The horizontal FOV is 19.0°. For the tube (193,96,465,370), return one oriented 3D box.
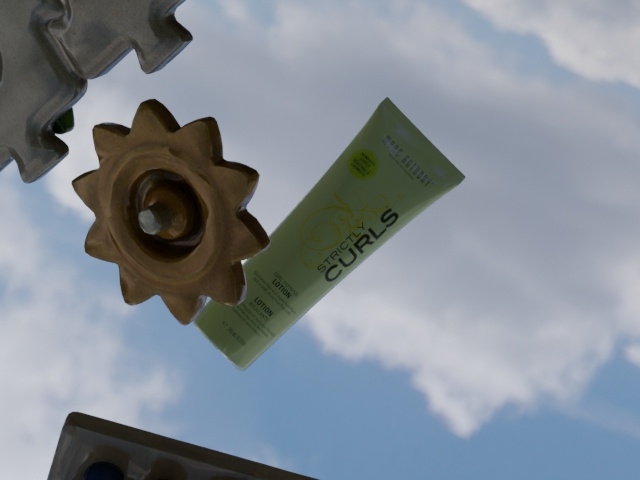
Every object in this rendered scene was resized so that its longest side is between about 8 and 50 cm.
[{"bbox_3d":[0.000,0.000,1.530,0.062,0.240,0.070,45,179,40],"label":"tube"}]

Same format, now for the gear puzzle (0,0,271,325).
[{"bbox_3d":[-0.113,-0.123,0.736,0.339,0.175,0.044,57,-144,6],"label":"gear puzzle"}]

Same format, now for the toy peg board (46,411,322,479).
[{"bbox_3d":[-0.086,0.198,1.048,0.161,0.161,0.079,17,-151,-5],"label":"toy peg board"}]
